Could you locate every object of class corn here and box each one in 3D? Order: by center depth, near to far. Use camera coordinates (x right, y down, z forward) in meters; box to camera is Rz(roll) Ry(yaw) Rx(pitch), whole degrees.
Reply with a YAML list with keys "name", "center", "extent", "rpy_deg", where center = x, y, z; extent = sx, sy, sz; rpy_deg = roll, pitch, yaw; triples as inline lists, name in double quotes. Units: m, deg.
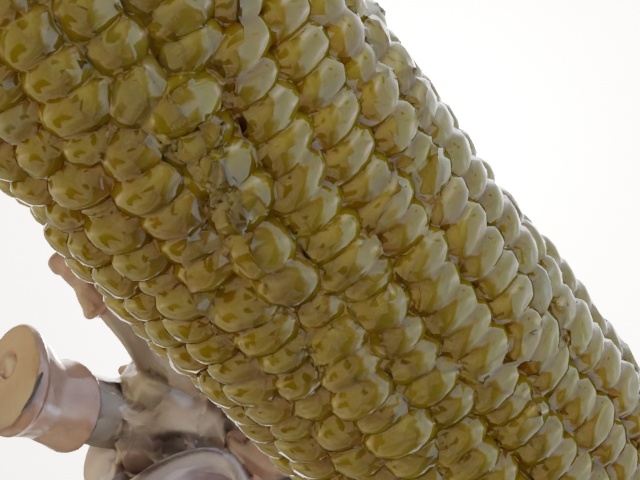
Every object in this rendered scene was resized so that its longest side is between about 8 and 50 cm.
- name: "corn"
  center: [0.000, 0.000, 0.431]
  extent: [0.293, 0.106, 0.106]
  rpy_deg: [47, -23, -25]

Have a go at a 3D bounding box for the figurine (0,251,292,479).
- name: "figurine"
  center: [-0.025, 0.100, 0.809]
  extent: [0.200, 0.276, 0.133]
  rpy_deg: [-35, -148, 34]
